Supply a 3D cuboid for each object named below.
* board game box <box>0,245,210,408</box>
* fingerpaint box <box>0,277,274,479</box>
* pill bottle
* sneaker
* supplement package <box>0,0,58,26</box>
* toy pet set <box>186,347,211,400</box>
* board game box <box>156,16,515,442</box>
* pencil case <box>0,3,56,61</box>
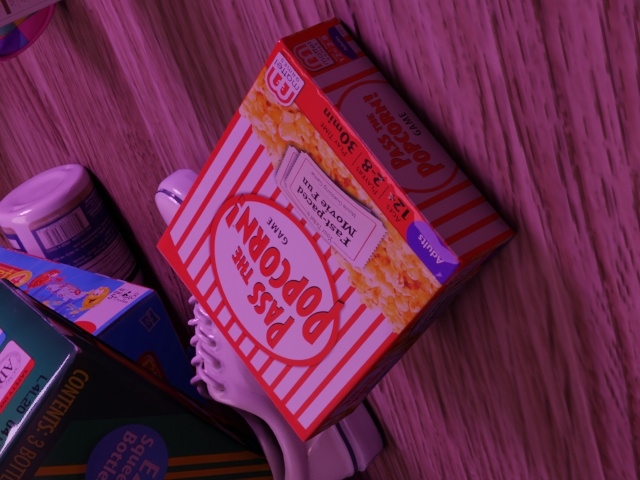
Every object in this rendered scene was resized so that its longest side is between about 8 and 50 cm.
[{"bbox_3d":[-0.218,0.161,1.428,0.302,0.086,0.308,13,134,44],"label":"board game box"},{"bbox_3d":[-0.206,0.318,1.197,0.371,0.445,0.163,38,175,-36],"label":"fingerpaint box"},{"bbox_3d":[-0.222,0.022,1.459,0.094,0.094,0.169,21,141,60],"label":"pill bottle"},{"bbox_3d":[-0.054,0.072,1.121,0.258,0.091,0.094,58,162,-5],"label":"sneaker"},{"bbox_3d":[-0.234,-0.187,0.966,0.105,0.179,0.105,54,168,57],"label":"supplement package"},{"bbox_3d":[-0.091,0.177,1.490,0.122,0.065,0.114,91,176,-56],"label":"toy pet set"},{"bbox_3d":[0.000,0.000,0.836,0.147,0.045,0.193,51,140,14],"label":"board game box"},{"bbox_3d":[-0.301,-0.233,1.217,0.236,0.104,0.104,42,158,33],"label":"pencil case"}]
